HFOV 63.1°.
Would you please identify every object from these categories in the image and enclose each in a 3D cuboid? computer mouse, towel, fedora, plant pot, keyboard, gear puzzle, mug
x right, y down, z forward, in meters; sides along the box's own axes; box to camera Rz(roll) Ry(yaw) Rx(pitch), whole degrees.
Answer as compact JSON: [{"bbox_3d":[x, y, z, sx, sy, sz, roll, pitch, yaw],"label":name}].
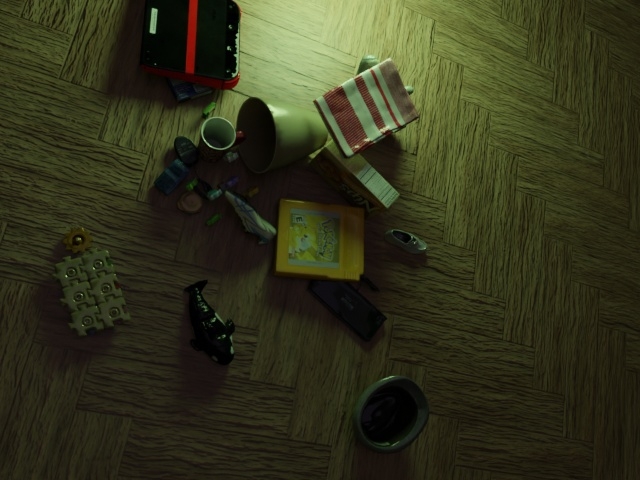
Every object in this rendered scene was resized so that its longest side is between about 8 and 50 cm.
[{"bbox_3d":[-0.435,-0.248,1.795,0.071,0.041,0.241,-25,90,-22],"label":"computer mouse"},{"bbox_3d":[0.166,-0.459,1.816,0.329,0.037,0.236,-32,101,-13],"label":"towel"},{"bbox_3d":[0.229,0.601,1.822,0.275,0.124,0.243,-42,93,-14],"label":"fedora"},{"bbox_3d":[-0.117,-0.381,1.852,0.274,0.257,0.256,-14,84,-38],"label":"plant pot"},{"bbox_3d":[0.118,0.201,1.916,0.317,0.033,0.201,43,73,-9],"label":"keyboard"},{"bbox_3d":[-0.723,0.122,1.613,0.176,0.044,0.338,-19,83,-21],"label":"gear puzzle"},{"bbox_3d":[-0.498,-0.213,1.748,0.067,0.029,0.119,43,88,-1],"label":"towel"},{"bbox_3d":[-0.344,-0.326,1.774,0.151,0.169,0.113,19,73,-17],"label":"mug"}]

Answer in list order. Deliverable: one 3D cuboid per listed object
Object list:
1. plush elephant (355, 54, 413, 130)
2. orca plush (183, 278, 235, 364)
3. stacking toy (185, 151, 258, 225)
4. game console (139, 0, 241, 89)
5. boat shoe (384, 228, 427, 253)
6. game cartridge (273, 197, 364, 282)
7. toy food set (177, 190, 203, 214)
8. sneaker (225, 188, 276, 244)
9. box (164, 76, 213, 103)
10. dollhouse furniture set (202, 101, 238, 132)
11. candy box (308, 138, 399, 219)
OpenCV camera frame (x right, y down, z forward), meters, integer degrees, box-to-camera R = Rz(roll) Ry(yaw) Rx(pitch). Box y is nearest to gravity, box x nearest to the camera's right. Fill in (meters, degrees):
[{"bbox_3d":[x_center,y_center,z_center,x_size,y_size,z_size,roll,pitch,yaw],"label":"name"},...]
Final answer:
[{"bbox_3d":[0.234,-0.521,1.990,0.256,0.272,0.329,19,102,-3],"label":"plush elephant"},{"bbox_3d":[-0.348,0.266,1.686,0.151,0.102,0.286,-8,82,-22],"label":"orca plush"},{"bbox_3d":[-0.332,-0.177,1.772,0.221,0.052,0.166,-41,124,-23],"label":"stacking toy"},{"bbox_3d":[-0.451,-0.731,1.855,0.343,0.060,0.386,5,70,-20],"label":"game console"},{"bbox_3d":[0.341,-0.001,2.022,0.184,0.063,0.066,26,71,-14],"label":"boat shoe"},{"bbox_3d":[0.000,0.000,1.876,0.324,0.052,0.285,5,74,-12],"label":"game cartridge"},{"bbox_3d":[-0.440,-0.129,1.778,0.083,0.020,0.083,28,70,-13],"label":"toy food set"},{"bbox_3d":[-0.248,-0.078,1.780,0.086,0.085,0.237,-41,116,-1],"label":"sneaker"},{"bbox_3d":[-0.491,-0.608,1.849,0.137,0.036,0.225,-26,89,-24],"label":"box"},{"bbox_3d":[-0.339,-0.415,1.841,0.152,0.076,0.058,35,65,-2],"label":"dollhouse furniture set"},{"bbox_3d":[0.120,-0.228,1.921,0.316,0.183,0.087,43,69,-7],"label":"candy box"}]
